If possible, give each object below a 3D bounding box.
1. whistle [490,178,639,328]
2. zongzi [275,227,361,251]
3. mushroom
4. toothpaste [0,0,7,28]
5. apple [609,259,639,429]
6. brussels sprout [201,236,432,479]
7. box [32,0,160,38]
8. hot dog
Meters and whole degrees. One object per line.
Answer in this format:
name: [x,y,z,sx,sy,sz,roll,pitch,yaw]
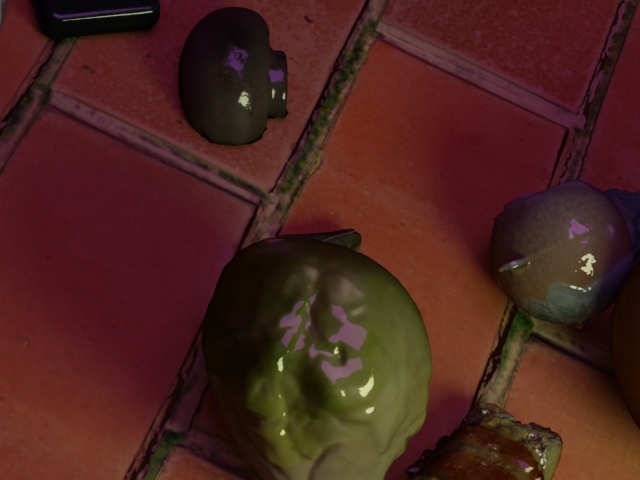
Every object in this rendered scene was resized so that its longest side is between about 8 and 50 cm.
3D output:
whistle: [0.344,0.005,1.898,0.347,0.189,0.189,-18,66,-40]
zongzi: [0.000,0.000,1.868,0.083,0.040,0.076,33,48,25]
mushroom: [-0.110,-0.219,1.923,0.141,0.117,0.188,-1,65,-4]
toothpaste: [-0.450,-0.229,1.858,0.075,0.048,0.301,24,59,-7]
apple: [0.548,0.121,1.749,0.400,0.400,0.334,-16,75,-24]
brussels sprout: [-0.013,0.135,1.636,0.242,0.274,0.317,-5,60,-28]
box: [-0.310,-0.368,1.977,0.160,0.050,0.230,-9,63,-21]
hot dog: [0.181,0.276,1.722,0.146,0.103,0.213,29,44,27]
